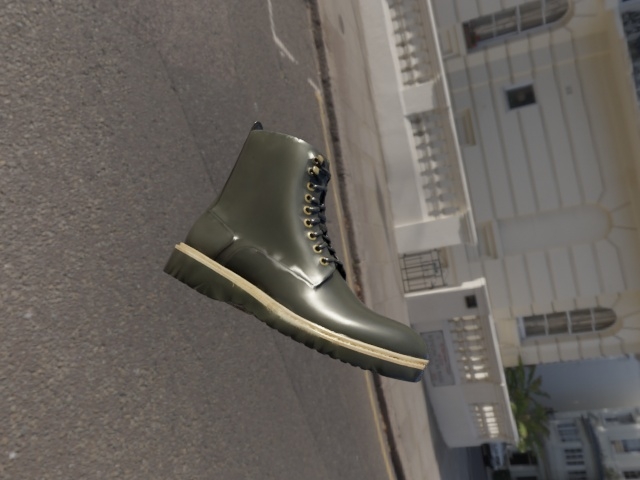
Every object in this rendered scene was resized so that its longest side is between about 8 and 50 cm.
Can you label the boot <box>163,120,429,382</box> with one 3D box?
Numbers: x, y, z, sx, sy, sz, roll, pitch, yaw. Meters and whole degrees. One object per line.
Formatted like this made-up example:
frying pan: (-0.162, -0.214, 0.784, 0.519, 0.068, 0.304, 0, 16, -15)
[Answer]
boot: (0.000, 0.000, 0.357, 0.137, 0.198, 0.077, -64, 165, -9)
